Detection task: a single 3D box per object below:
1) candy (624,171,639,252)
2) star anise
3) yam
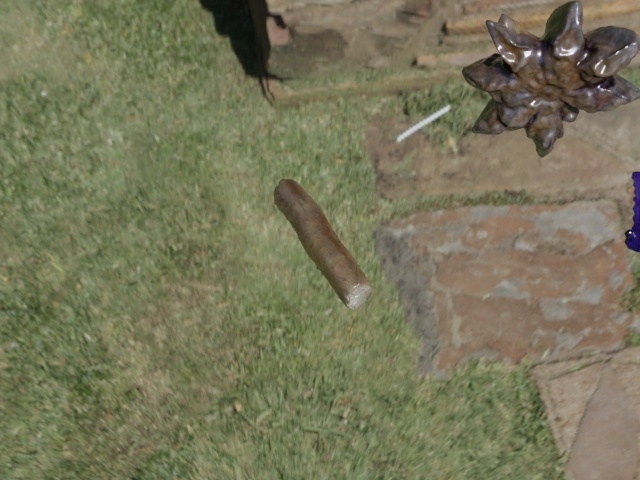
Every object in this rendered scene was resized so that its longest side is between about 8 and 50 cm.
[{"bbox_3d":[0.545,-0.031,1.245,0.275,0.145,0.070,5,47,27],"label":"candy"},{"bbox_3d":[0.380,-0.256,1.531,0.315,0.315,0.108,9,42,1],"label":"star anise"},{"bbox_3d":[0.000,0.000,1.340,0.057,0.057,0.241,-27,55,-12],"label":"yam"}]
